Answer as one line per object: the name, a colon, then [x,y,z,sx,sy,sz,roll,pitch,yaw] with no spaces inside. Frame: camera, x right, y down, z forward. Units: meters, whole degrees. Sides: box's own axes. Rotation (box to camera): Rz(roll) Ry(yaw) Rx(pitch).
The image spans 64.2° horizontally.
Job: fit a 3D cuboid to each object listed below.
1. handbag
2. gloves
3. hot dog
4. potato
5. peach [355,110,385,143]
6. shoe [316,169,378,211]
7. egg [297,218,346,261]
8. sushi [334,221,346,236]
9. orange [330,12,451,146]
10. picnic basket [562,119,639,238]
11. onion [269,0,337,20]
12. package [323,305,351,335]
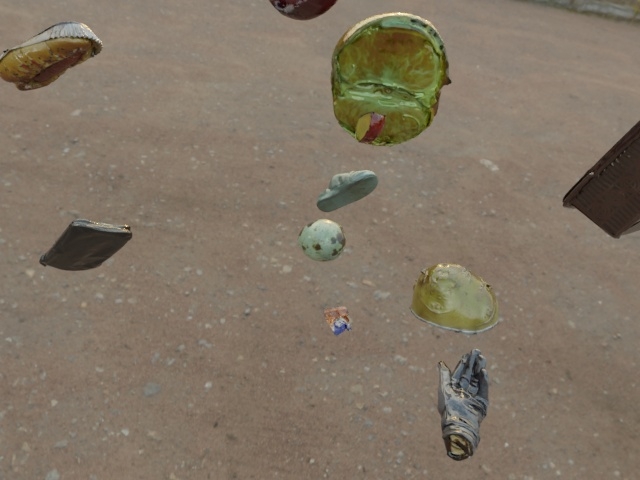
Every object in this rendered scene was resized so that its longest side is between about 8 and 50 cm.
handbag: [-0.753,0.020,1.633,0.191,0.332,0.075,8,62,-45]
gloves: [0.332,0.378,1.212,0.142,0.119,0.285,23,48,9]
hot dog: [-0.572,-0.384,1.070,0.252,0.069,0.131,-15,1,23]
potato: [0.464,0.174,1.701,0.299,0.196,0.246,6,22,-3]
peach: [0.111,-0.248,1.097,0.050,0.083,0.077,11,49,-14]
shoe: [0.088,-0.190,1.790,0.103,0.251,0.100,29,43,-45]
egg: [0.000,0.000,2.023,0.169,0.169,0.231,-21,14,-37]
sushi: [0.079,-0.036,2.143,0.099,0.047,0.050,49,11,28]
orange: [0.154,-0.387,1.202,0.262,0.335,0.196,-6,62,3]
picnic basket: [0.642,-0.126,0.988,0.222,0.297,0.129,-14,61,-28]
onion: [-0.033,-0.569,1.007,0.248,0.248,0.161,24,28,12]
package: [0.058,0.248,1.586,0.077,0.033,0.111,-24,38,-1]
